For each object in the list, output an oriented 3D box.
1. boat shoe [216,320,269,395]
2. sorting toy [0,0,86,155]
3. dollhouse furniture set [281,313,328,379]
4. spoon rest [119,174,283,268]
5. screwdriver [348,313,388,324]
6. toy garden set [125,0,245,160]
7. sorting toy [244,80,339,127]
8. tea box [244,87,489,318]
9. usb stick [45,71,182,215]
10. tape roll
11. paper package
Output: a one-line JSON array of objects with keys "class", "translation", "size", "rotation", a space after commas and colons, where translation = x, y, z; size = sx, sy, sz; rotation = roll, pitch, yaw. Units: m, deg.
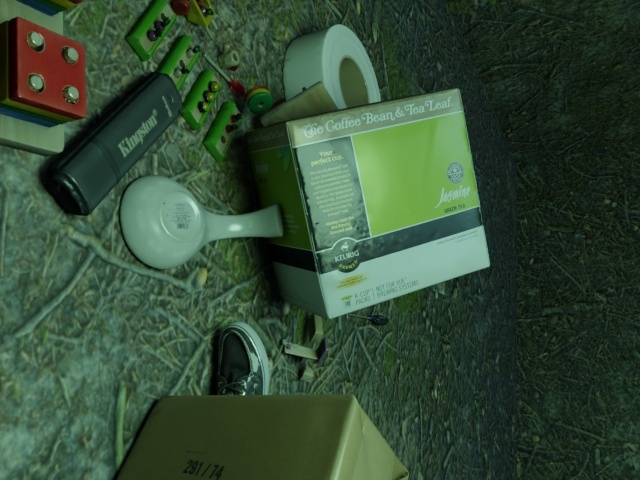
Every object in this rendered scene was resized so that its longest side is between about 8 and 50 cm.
[{"class": "boat shoe", "translation": [-0.127, 0.241, 0.973], "size": [0.076, 0.080, 0.228], "rotation": [-10, 99, -71]}, {"class": "sorting toy", "translation": [-0.363, -0.246, 0.671], "size": [0.255, 0.089, 0.257], "rotation": [11, 73, -60]}, {"class": "dollhouse furniture set", "translation": [-0.043, 0.189, 1.211], "size": [0.081, 0.091, 0.114], "rotation": [17, 32, -16]}, {"class": "spoon rest", "translation": [-0.182, -0.026, 0.969], "size": [0.276, 0.084, 0.137], "rotation": [1, 80, -48]}, {"class": "screwdriver", "translation": [0.110, 0.176, 1.480], "size": [0.170, 0.024, 0.025], "rotation": [25, 61, -51]}, {"class": "toy garden set", "translation": [-0.185, -0.290, 1.047], "size": [0.244, 0.049, 0.203], "rotation": [56, 38, -38]}, {"class": "sorting toy", "translation": [-0.033, -0.234, 1.215], "size": [0.046, 0.132, 0.274], "rotation": [65, 10, 29]}, {"class": "tea box", "translation": [0.081, -0.073, 1.129], "size": [0.329, 0.220, 0.323], "rotation": [-15, 100, -23]}, {"class": "usb stick", "translation": [-0.266, -0.138, 0.860], "size": [0.077, 0.045, 0.278], "rotation": [62, 33, -31]}, {"class": "tape roll", "translation": [0.034, -0.317, 1.401], "size": [0.286, 0.100, 0.286], "rotation": [28, 58, -56]}, {"class": "paper package", "translation": [-0.096, 0.347, 0.745], "size": [0.168, 0.325, 0.309], "rotation": [59, 37, -34]}]
